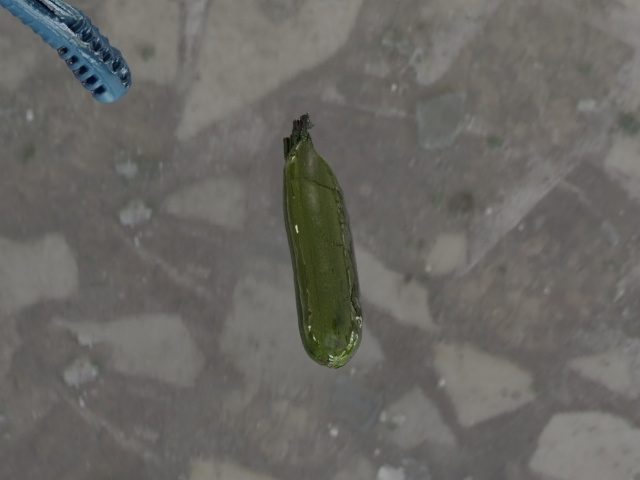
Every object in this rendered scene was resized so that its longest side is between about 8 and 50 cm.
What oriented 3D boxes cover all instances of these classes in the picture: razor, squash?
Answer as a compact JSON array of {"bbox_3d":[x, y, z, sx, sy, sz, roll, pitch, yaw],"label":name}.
[{"bbox_3d":[-0.191,-0.165,0.922,0.042,0.253,0.082,-30,53,8],"label":"razor"},{"bbox_3d":[-0.001,0.001,1.791,0.087,0.087,0.331,-6,67,-8],"label":"squash"}]
